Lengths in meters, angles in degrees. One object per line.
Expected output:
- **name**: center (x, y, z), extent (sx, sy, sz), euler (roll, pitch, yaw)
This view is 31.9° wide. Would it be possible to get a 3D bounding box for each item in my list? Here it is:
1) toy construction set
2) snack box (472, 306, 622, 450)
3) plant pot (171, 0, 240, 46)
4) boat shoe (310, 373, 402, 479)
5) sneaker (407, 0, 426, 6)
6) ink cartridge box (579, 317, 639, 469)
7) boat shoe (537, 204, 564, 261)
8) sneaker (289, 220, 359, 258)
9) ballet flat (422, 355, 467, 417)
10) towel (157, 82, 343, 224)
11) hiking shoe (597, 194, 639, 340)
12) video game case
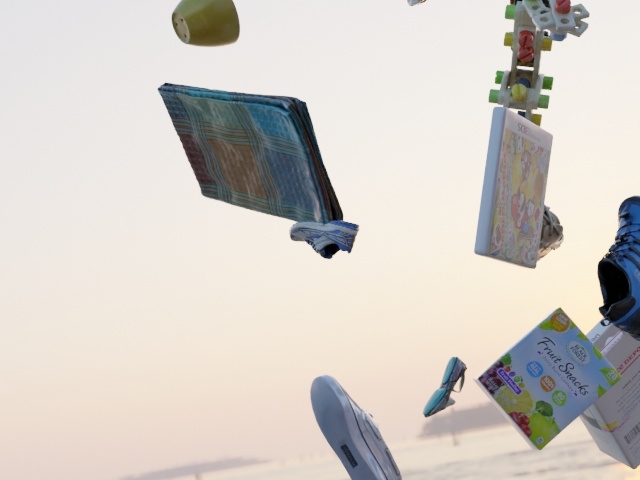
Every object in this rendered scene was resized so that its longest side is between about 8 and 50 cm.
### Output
- **toy construction set**: center (0.411, -0.369, 2.187), extent (0.151, 0.215, 0.327), euler (19, -39, 2)
- **snack box**: center (0.416, 0.253, 2.059), extent (0.207, 0.174, 0.070), euler (-41, -5, -8)
- **plant pot**: center (-0.234, -0.431, 2.181), extent (0.095, 0.134, 0.134), euler (-28, -2, -26)
- **boat shoe**: center (0.068, 0.365, 2.112), extent (0.084, 0.258, 0.095), euler (-23, -4, -43)
- **sneaker**: center (0.190, -0.487, 1.953), extent (0.090, 0.115, 0.232), euler (-34, 9, -20)
- **ink cartridge box**: center (0.633, 0.293, 2.384), extent (0.207, 0.353, 0.119), euler (-42, 31, -12)
- **boat shoe**: center (0.415, -0.030, 2.211), extent (0.110, 0.121, 0.341), euler (-28, -13, 12)
- **sneaker**: center (0.000, 0.000, 1.785), extent (0.135, 0.058, 0.052), euler (-2, -12, 42)
- **ballet flat**: center (0.205, 0.241, 1.790), extent (0.041, 0.114, 0.041), euler (26, -22, 11)
- **towel**: center (-0.131, -0.154, 2.030), extent (0.370, 0.271, 0.040), euler (14, 45, 42)
- **hiking shoe**: center (0.592, 0.035, 2.127), extent (0.132, 0.304, 0.113), euler (22, -34, -27)
- **video game case**: center (0.306, -0.077, 1.754), extent (0.026, 0.226, 0.206), euler (6, -4, 33)
